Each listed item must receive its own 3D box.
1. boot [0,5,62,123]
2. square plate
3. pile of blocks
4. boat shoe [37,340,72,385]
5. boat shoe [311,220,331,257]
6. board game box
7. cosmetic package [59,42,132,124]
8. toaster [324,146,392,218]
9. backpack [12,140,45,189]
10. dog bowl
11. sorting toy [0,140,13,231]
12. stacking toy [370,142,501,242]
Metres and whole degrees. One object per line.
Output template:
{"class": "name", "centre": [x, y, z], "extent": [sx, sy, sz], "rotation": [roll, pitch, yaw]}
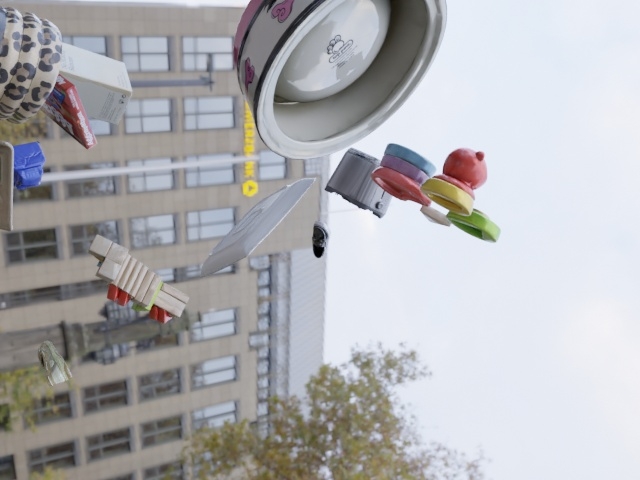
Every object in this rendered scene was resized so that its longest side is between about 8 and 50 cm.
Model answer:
{"class": "boot", "centre": [-0.458, -0.226, 0.794], "extent": [0.377, 0.284, 0.138], "rotation": [14, -91, 56]}
{"class": "square plate", "centre": [-0.201, -0.045, 2.211], "extent": [0.049, 0.347, 0.344], "rotation": [47, -31, -12]}
{"class": "pile of blocks", "centre": [-0.485, 0.119, 1.856], "extent": [0.149, 0.362, 0.112], "rotation": [6, -117, 32]}
{"class": "boat shoe", "centre": [-0.554, 0.251, 1.504], "extent": [0.153, 0.048, 0.056], "rotation": [27, -41, 49]}
{"class": "boat shoe", "centre": [0.000, 0.000, 1.943], "extent": [0.049, 0.040, 0.142], "rotation": [21, -28, 15]}
{"class": "board game box", "centre": [-0.541, -0.299, 1.429], "extent": [0.281, 0.027, 0.145], "rotation": [37, -27, 28]}
{"class": "cosmetic package", "centre": [-0.652, -0.418, 1.870], "extent": [0.113, 0.310, 0.160], "rotation": [-55, -139, 28]}
{"class": "toaster", "centre": [0.119, -0.168, 2.083], "extent": [0.227, 0.129, 0.146], "rotation": [32, -85, 49]}
{"class": "backpack", "centre": [-0.752, -0.179, 1.859], "extent": [0.120, 0.098, 0.101], "rotation": [-37, -110, 54]}
{"class": "dog bowl", "centre": [0.022, -0.344, 1.316], "extent": [0.150, 0.408, 0.408], "rotation": [52, -38, 26]}
{"class": "sorting toy", "centre": [-0.860, -0.150, 1.711], "extent": [0.041, 0.308, 0.228], "rotation": [-62, 163, -64]}
{"class": "stacking toy", "centre": [0.292, -0.127, 1.691], "extent": [0.309, 0.280, 0.130], "rotation": [24, -97, 50]}
